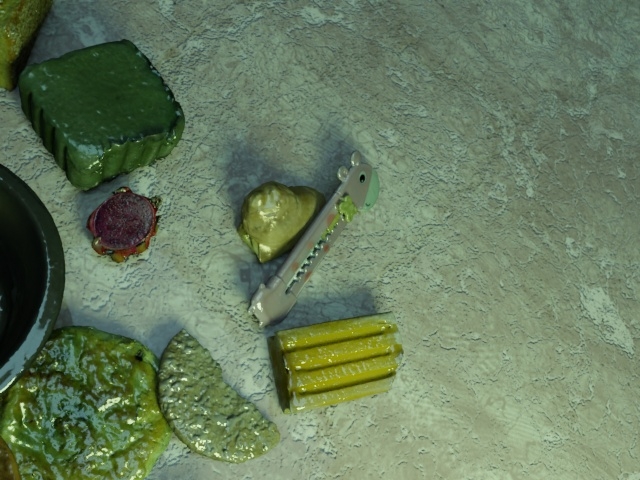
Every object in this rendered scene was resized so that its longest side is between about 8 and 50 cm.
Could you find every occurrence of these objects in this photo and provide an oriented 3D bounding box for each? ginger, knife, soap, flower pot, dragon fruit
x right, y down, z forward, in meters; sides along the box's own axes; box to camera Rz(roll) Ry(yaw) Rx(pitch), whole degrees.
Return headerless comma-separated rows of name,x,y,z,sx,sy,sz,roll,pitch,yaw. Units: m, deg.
ginger,-0.062,-0.066,1.108,0.115,0.122,0.193,41,55,20
knife,0.000,0.000,1.120,0.398,0.038,0.132,-54,130,-24
soap,0.035,0.212,1.064,0.232,0.073,0.140,-7,76,-23
flower pot,-0.531,0.088,0.792,0.380,0.251,0.379,8,67,-19
dragon fruit,-0.328,-0.026,1.018,0.112,0.068,0.126,22,78,5

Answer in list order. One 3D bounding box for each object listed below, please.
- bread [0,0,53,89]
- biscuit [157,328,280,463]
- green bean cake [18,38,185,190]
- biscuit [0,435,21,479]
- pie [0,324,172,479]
bread,-0.525,-0.398,1.007,0.111,0.184,0.234,20,65,-20
biscuit,-0.178,0.269,0.961,0.250,0.032,0.133,49,42,-2
green bean cake,-0.366,-0.219,1.038,0.227,0.125,0.222,-33,83,-29
biscuit,-0.512,0.354,0.782,0.262,0.037,0.261,-2,68,5
pie,-0.352,0.262,0.897,0.277,0.078,0.276,6,71,-19
